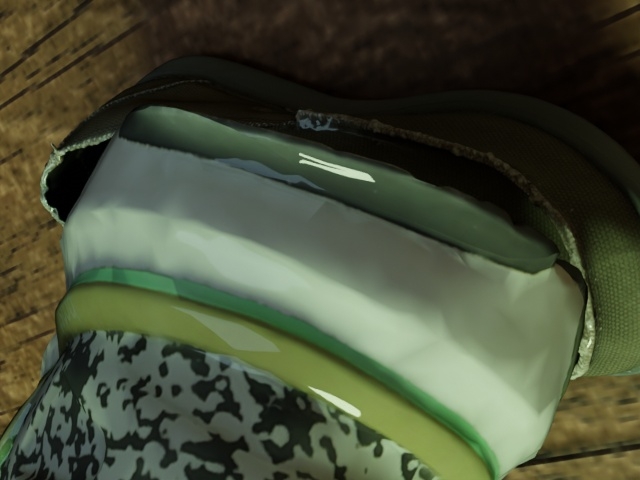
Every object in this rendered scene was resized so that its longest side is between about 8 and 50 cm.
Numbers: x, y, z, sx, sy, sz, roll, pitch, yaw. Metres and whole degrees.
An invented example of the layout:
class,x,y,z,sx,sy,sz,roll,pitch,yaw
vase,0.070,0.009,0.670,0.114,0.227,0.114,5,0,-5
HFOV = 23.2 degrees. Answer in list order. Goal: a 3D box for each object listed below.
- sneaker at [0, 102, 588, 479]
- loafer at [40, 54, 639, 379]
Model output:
class,x,y,z,sx,sy,sz,roll,pitch,yaw
sneaker,-0.055,0.115,0.485,0.158,0.182,0.410,25,156,4
loafer,0.000,0.000,0.507,0.251,0.087,0.094,13,121,44
